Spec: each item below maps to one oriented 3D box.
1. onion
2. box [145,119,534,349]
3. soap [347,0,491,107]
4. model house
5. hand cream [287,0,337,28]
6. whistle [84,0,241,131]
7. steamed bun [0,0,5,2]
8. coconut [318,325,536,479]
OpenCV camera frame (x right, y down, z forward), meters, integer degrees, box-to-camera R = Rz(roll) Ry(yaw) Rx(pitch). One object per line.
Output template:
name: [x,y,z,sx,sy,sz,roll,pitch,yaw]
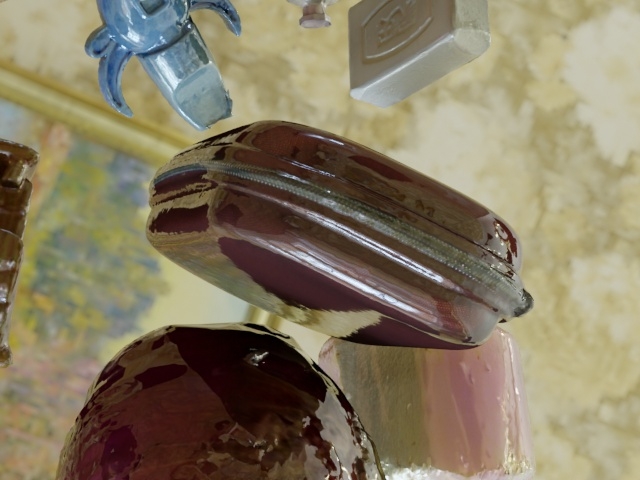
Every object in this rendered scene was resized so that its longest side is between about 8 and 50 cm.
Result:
onion: [-0.127,0.244,1.504,0.385,0.347,0.347,-17,-143,9]
box: [0.000,0.000,1.405,0.108,0.263,0.404,-67,-165,-9]
soap: [0.108,-0.236,1.975,0.183,0.064,0.121,-28,-124,46]
model house: [-0.401,0.024,1.792,0.219,0.199,0.229,114,-19,-52]
hand cream: [-0.009,-0.275,1.708,0.053,0.084,0.142,152,-64,-62]
whistle: [-0.182,-0.237,1.946,0.180,0.269,0.093,-38,-151,-17]
steamed bun: [-0.328,-0.301,1.653,0.106,0.145,0.175,10,64,-77]
coconut: [0.104,0.169,1.848,0.233,0.233,0.245,-40,-132,52]
